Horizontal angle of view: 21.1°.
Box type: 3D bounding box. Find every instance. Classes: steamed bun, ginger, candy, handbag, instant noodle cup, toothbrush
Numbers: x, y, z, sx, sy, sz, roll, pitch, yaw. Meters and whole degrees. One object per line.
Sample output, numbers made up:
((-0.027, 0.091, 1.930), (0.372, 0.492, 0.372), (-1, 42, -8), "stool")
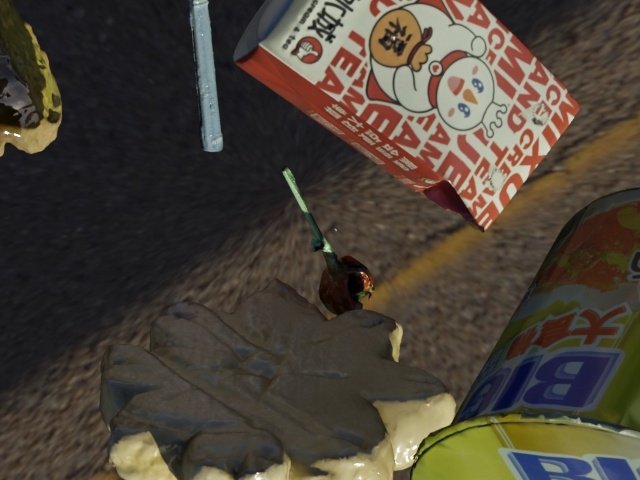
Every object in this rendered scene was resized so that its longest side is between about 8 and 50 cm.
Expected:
((-0.037, 0.156, 1.432), (0.292, 0.295, 0.137), (-2, 118, -6), "steamed bun")
((-0.374, -0.162, 1.631), (0.221, 0.130, 0.275), (-16, 121, -4), "ginger")
((0.000, 0.000, 1.488), (0.049, 0.055, 0.184), (-10, 135, 19), "candy")
((0.087, -0.154, 1.558), (0.298, 0.151, 0.171), (34, 83, -9), "handbag")
((0.155, 0.080, 0.763), (0.205, 0.205, 0.153), (26, 56, -1), "instant noodle cup")
((-0.085, -0.166, 1.229), (0.019, 0.016, 0.219), (17, 121, 37), "toothbrush")
